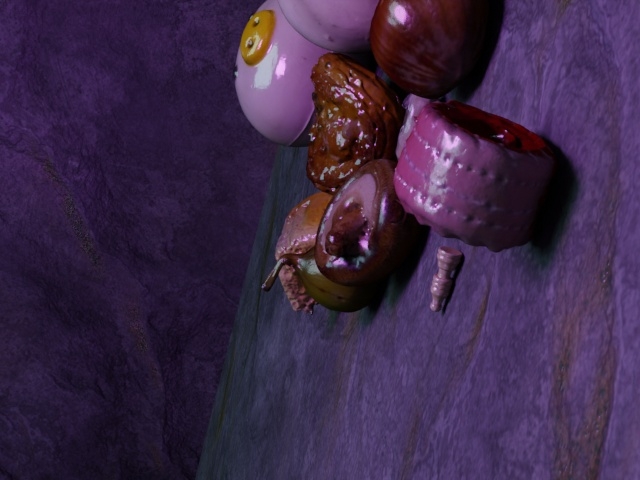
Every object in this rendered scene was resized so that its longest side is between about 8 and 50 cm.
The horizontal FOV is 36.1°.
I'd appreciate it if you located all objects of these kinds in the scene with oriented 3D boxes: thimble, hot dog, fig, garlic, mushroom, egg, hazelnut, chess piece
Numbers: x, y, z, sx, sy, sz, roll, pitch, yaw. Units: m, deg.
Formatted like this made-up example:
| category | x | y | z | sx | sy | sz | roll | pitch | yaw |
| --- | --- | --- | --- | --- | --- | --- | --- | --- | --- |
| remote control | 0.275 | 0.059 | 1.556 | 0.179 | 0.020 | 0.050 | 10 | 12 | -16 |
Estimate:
| category | x | y | z | sx | sy | sz | roll | pitch | yaw |
| --- | --- | --- | --- | --- | --- | --- | --- | --- | --- |
| thimble | 0.180 | -0.076 | 1.142 | 0.189 | 0.163 | 0.125 | -126 | 48 | -57 |
| hot dog | 0.055 | -0.229 | 1.917 | 0.387 | 0.174 | 0.267 | -116 | 31 | -73 |
| fig | 0.018 | 0.051 | 1.765 | 0.148 | 0.186 | 0.142 | -55 | 7 | 44 |
| garlic | 0.165 | -0.185 | 1.631 | 0.084 | 0.066 | 0.152 | 1 | -73 | -73 |
| mushroom | 0.090 | -0.025 | 1.625 | 0.231 | 0.138 | 0.194 | -40 | 21 | 41 |
| egg | 0.048 | -0.518 | 1.974 | 0.345 | 0.283 | 0.283 | 29 | 106 | 63 |
| hazelnut | 0.174 | -0.327 | 1.505 | 0.181 | 0.181 | 0.212 | -47 | -12 | -45 |
| chess piece | 0.171 | 0.057 | 1.379 | 0.035 | 0.035 | 0.092 | -109 | 30 | -70 |

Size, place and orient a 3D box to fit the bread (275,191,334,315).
| category | x | y | z | sx | sy | sz | roll | pitch | yaw |
| --- | --- | --- | --- | --- | --- | --- | --- | --- | --- |
| bread | 0.000 | 0.000 | 1.991 | 0.262 | 0.163 | 0.204 | -52 | 13 | 34 |

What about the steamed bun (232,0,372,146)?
| category | x | y | z | sx | sy | sz | roll | pitch | yaw |
| --- | --- | --- | --- | --- | --- | --- | --- | --- | --- |
| steamed bun | -0.040 | -0.399 | 2.257 | 0.334 | 0.334 | 0.373 | 151 | 137 | -75 |
